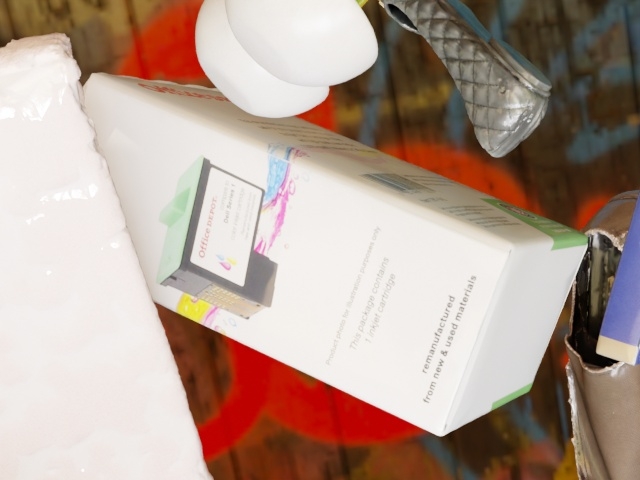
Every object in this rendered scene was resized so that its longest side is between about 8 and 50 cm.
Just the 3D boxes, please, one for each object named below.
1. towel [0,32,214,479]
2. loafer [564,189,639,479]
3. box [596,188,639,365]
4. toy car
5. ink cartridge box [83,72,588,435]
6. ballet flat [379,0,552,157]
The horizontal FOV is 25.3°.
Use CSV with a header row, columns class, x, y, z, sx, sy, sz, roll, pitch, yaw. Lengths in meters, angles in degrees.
class,x,y,z,sx,sy,sz,roll,pitch,yaw
towel,-0.243,0.075,0.730,0.332,0.317,0.053,-20,-142,-7
loafer,0.301,0.134,1.482,0.134,0.366,0.130,1,-173,44
box,0.268,-0.022,1.073,0.036,0.225,0.136,19,-172,24
toy car,-0.002,-0.153,0.650,0.159,0.136,0.182,-45,-173,-13
ink cartridge box,0.000,0.000,0.879,0.278,0.117,0.201,23,-170,20
ballet flat,0.066,-0.109,0.789,0.057,0.049,0.173,24,-160,-39
